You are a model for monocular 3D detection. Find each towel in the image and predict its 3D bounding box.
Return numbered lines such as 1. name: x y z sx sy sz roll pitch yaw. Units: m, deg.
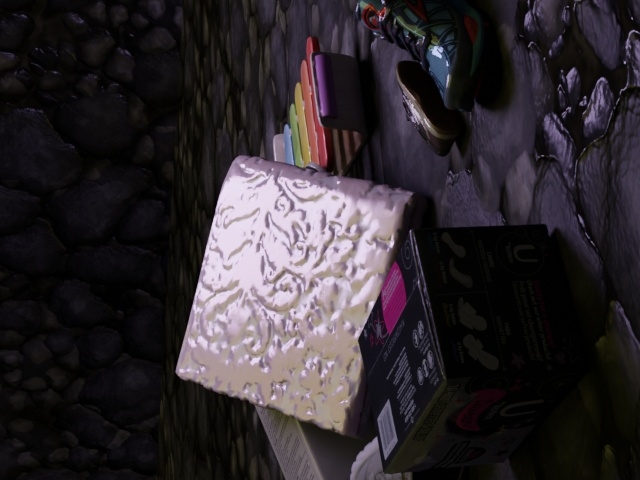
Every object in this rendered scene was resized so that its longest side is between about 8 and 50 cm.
1. towel: -0.030 0.064 1.767 0.331 0.053 0.317 14 90 42

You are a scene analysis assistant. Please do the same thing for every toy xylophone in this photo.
1. toy xylophone: 0.004 -0.134 2.002 0.323 0.081 0.236 112 152 -60

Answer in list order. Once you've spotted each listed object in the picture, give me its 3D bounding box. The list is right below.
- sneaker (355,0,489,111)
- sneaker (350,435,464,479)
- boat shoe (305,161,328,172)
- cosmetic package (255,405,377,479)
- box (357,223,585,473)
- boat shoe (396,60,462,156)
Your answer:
1. sneaker: 0.100 -0.230 1.499 0.262 0.125 0.104 -105 19 -44
2. sneaker: 0.104 0.278 1.596 0.281 0.105 0.115 103 160 -45
3. boat shoe: 0.000 0.000 1.929 0.084 0.079 0.233 28 138 42
4. cosmetic package: 0.004 0.260 1.849 0.160 0.113 0.309 107 144 -56
5. box: 0.141 0.112 1.350 0.247 0.142 0.163 109 154 -59
6. boat shoe: 0.118 -0.154 1.585 0.152 0.056 0.049 -108 26 -49
